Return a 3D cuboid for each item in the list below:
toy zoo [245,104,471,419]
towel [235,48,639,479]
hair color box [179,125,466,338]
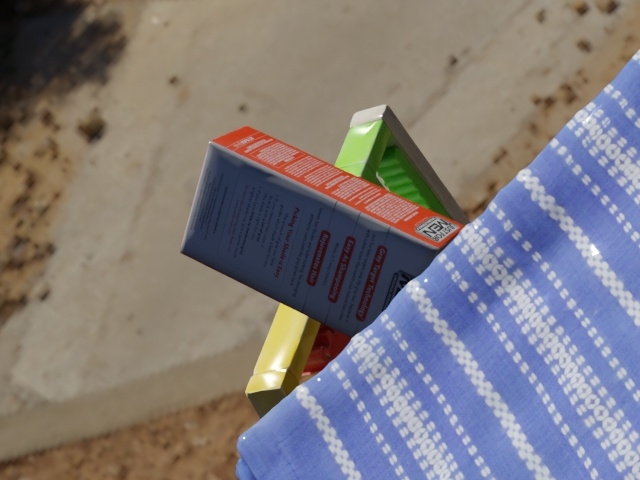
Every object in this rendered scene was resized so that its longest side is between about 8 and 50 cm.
[{"bbox_3d":[0.043,0.078,1.116,0.030,0.192,0.293,-14,39,34],"label":"toy zoo"},{"bbox_3d":[0.115,0.058,0.686,0.336,0.040,0.243,-47,43,15],"label":"towel"},{"bbox_3d":[0.000,0.000,0.924,0.141,0.043,0.072,27,116,19],"label":"hair color box"}]
